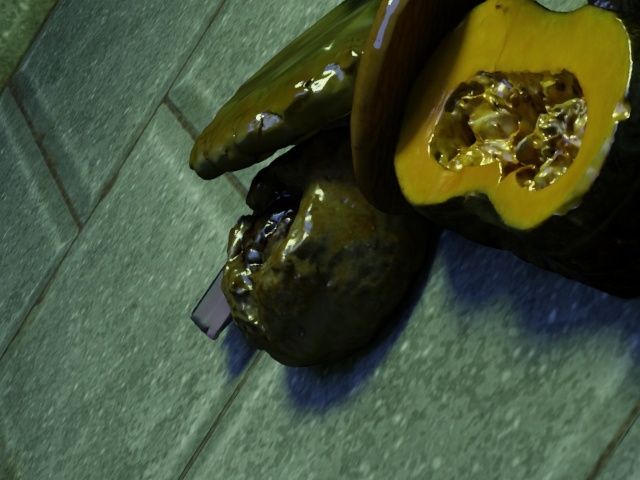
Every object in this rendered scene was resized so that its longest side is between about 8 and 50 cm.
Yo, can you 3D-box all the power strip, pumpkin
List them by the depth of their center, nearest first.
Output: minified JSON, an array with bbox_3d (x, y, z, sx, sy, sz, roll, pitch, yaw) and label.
[{"bbox_3d":[0.185,-0.089,1.332,0.222,0.139,0.317,-63,20,-2],"label":"pumpkin"},{"bbox_3d":[-0.035,-0.023,1.826,0.279,0.037,0.109,-54,-2,16],"label":"power strip"}]

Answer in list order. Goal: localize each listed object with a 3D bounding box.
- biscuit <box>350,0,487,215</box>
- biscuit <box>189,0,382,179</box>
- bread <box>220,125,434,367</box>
[{"bbox_3d":[0.093,-0.145,1.517,0.037,0.262,0.262,23,81,25],"label":"biscuit"},{"bbox_3d":[0.025,-0.161,1.682,0.329,0.078,0.335,-38,10,-13],"label":"biscuit"},{"bbox_3d":[0.000,0.000,1.654,0.230,0.123,0.230,-44,27,29],"label":"bread"}]
